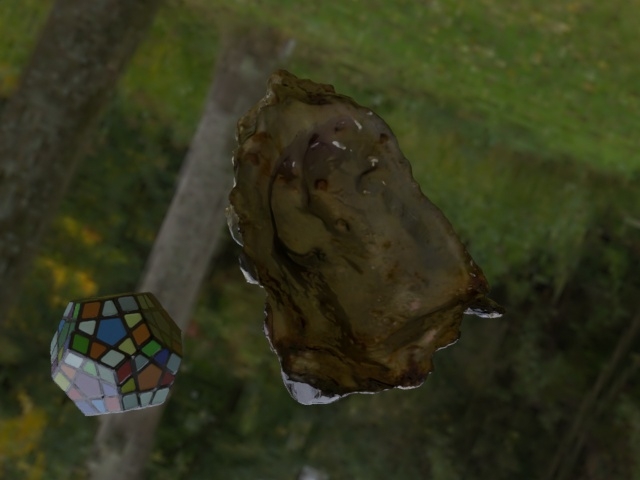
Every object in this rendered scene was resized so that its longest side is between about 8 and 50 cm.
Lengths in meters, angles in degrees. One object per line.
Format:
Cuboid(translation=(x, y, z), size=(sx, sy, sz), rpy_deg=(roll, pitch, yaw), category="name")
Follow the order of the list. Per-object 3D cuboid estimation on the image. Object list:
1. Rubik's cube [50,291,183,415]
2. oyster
Cuboid(translation=(-0.195, 0.107, 1.589), size=(0.133, 0.133, 0.112), rpy_deg=(22, 155, 11), category="Rubik's cube")
Cuboid(translation=(-0.007, -0.008, 1.458), size=(0.221, 0.096, 0.361), rpy_deg=(-8, -127, -35), category="oyster")
